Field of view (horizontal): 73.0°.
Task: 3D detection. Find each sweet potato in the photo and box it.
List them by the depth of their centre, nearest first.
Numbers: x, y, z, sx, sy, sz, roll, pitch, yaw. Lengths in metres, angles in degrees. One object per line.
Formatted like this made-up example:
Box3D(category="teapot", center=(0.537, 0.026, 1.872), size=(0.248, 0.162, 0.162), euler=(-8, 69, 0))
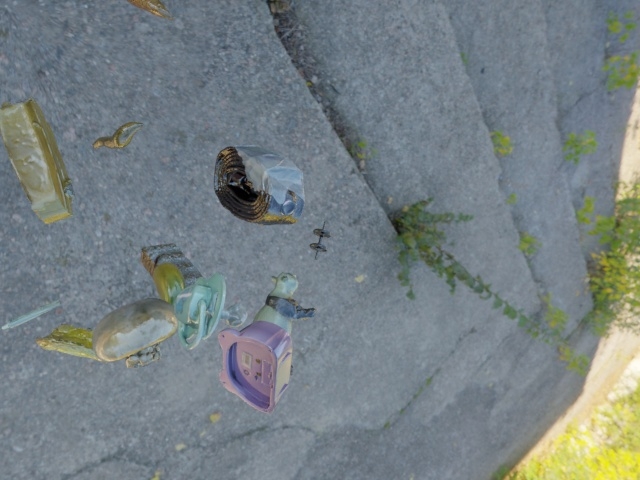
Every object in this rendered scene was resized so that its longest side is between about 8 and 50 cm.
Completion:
Box3D(category="sweet potato", center=(-0.528, -0.704, 1.221), size=(0.072, 0.314, 0.066), euler=(-58, 167, -5))
Box3D(category="sweet potato", center=(-0.713, -0.350, 1.505), size=(0.059, 0.249, 0.069), euler=(0, 78, -62))

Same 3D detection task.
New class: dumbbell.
Box3D(category="dumbbell", center=(0.000, 0.000, 1.560), size=(0.069, 0.069, 0.147), euler=(32, 65, -42))

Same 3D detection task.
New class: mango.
Box3D(category="mango", center=(-0.505, 0.159, 1.455), size=(0.091, 0.195, 0.130), euler=(-3, 147, -33))

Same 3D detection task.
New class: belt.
Box3D(category="belt", center=(-0.153, -0.143, 1.138), size=(0.164, 0.289, 0.184), euler=(1, 115, -43))

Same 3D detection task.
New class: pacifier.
Box3D(category="pacifier", center=(-0.174, 0.121, 0.707), size=(0.116, 0.150, 0.127), euler=(25, 59, -33))

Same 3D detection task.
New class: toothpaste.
Box3D(category="toothpaste", center=(-1.064, 0.274, 1.593), size=(0.197, 0.048, 0.029), euler=(-27, 120, -27))

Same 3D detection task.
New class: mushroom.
Box3D(category="mushroom", center=(-0.488, 0.252, 1.164), size=(0.226, 0.226, 0.178), euler=(-31, 96, -19))

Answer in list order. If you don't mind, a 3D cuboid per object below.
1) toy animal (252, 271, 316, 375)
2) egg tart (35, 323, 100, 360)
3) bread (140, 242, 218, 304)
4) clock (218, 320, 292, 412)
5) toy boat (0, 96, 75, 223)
Box3D(category="toy animal", center=(-0.090, 0.174, 0.945), size=(0.121, 0.093, 0.225), euler=(40, 62, -37))
Box3D(category="egg tart", center=(-1.012, 0.426, 1.813), size=(0.315, 0.314, 0.120), euler=(36, 58, -42))
Box3D(category="bread", center=(-0.620, 0.164, 1.890), size=(0.165, 0.416, 0.113), euler=(-13, 133, -46))
Box3D(category="clock", center=(-0.103, 0.193, 0.688), size=(0.050, 0.109, 0.153), euler=(-43, 147, -52))
Box3D(category="toy boat", center=(-0.626, -0.183, 0.962), size=(0.089, 0.115, 0.311), euler=(-24, 85, -13))
